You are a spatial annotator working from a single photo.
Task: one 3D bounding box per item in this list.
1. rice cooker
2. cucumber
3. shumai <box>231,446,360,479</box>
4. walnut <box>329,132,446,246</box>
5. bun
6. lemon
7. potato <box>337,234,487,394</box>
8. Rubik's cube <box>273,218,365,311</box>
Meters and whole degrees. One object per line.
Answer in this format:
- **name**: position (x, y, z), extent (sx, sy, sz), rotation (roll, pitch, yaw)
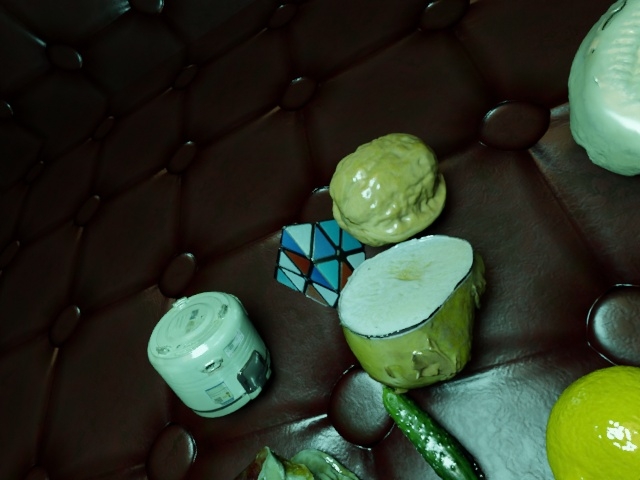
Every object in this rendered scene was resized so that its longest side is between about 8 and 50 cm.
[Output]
- **rice cooker**: position (-0.231, 0.249, 0.893), extent (0.226, 0.244, 0.226), rotation (-15, 30, 9)
- **cucumber**: position (0.184, 0.337, 0.711), extent (0.069, 0.069, 0.227), rotation (-48, 49, -2)
- **shumai**: position (-0.031, 0.484, 0.669), extent (0.272, 0.203, 0.222), rotation (32, 83, 34)
- **walnut**: position (0.149, -0.110, 0.875), extent (0.257, 0.224, 0.257), rotation (-5, 52, 6)
- **bun**: position (0.624, -0.272, 0.712), extent (0.360, 0.211, 0.359), rotation (-9, 71, 28)
- **lemon**: position (0.410, 0.271, 0.542), extent (0.244, 0.187, 0.187), rotation (-40, 51, -8)
- **potato**: position (0.179, 0.141, 0.760), extent (0.246, 0.196, 0.300), rotation (7, 39, 47)
- **Rubik's cube**: position (0.000, 0.000, 0.898), extent (0.284, 0.234, 0.250), rotation (28, 79, 38)
